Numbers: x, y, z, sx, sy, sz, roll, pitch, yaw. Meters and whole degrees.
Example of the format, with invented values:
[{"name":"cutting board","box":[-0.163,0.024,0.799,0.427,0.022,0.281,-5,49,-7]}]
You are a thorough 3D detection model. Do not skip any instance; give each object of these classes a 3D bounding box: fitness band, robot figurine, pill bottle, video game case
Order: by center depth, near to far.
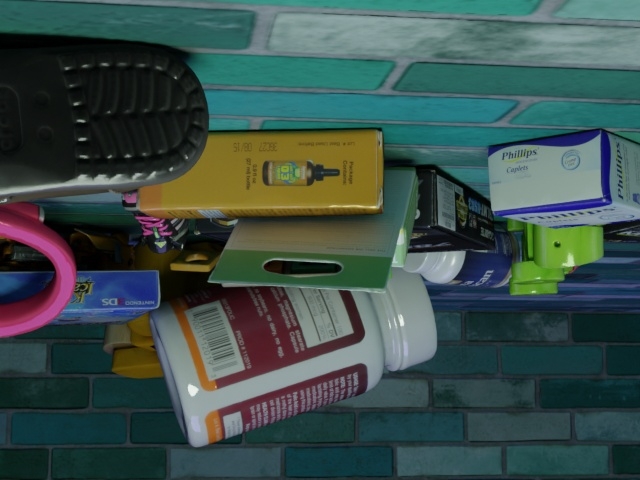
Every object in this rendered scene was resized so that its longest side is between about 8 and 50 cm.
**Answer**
[{"name":"fitness band","box":[-0.444,0.027,1.410,0.291,0.054,0.209,14,129,-26]},{"name":"pill bottle","box":[0.193,0.016,1.636,0.169,0.094,0.094,6,171,-36]},{"name":"video game case","box":[-0.390,0.087,1.658,0.269,0.061,0.244,0,172,-21]},{"name":"robot figurine","box":[-0.413,0.016,1.683,0.211,0.085,0.291,-4,172,25]},{"name":"pill bottle","box":[-0.041,0.147,1.735,0.392,0.224,0.224,-16,176,-13]}]

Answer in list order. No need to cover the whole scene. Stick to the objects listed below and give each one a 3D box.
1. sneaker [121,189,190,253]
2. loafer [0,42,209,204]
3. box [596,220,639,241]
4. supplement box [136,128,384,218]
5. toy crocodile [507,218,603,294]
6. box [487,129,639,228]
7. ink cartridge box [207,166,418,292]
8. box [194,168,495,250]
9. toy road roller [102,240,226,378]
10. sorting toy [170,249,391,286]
[{"name":"sneaker","box":[-0.196,-0.023,1.411,0.063,0.074,0.170,-1,172,9]},{"name":"loafer","box":[-0.268,-0.071,0.815,0.366,0.133,0.130,3,172,-19]},{"name":"box","box":[0.463,-0.026,1.510,0.191,0.045,0.184,2,175,-19]},{"name":"supplement box","box":[-0.055,-0.062,1.109,0.233,0.078,0.080,0,173,7]},{"name":"toy crocodile","box":[0.296,0.008,1.495,0.105,0.115,0.340,-2,172,7]},{"name":"box","box":[0.256,-0.058,1.159,0.126,0.072,0.137,-7,169,39]},{"name":"ink cartridge box","box":[0.000,0.000,1.145,0.171,0.056,0.235,3,-146,11]},{"name":"box","box":[0.041,-0.026,1.420,0.296,0.073,0.293,-2,172,20]},{"name":"toy road roller","box":[-0.264,0.099,1.925,0.329,0.202,0.240,-11,156,32]},{"name":"sorting toy","box":[-0.047,0.016,1.669,0.348,0.047,0.196,-2,-162,3]}]
